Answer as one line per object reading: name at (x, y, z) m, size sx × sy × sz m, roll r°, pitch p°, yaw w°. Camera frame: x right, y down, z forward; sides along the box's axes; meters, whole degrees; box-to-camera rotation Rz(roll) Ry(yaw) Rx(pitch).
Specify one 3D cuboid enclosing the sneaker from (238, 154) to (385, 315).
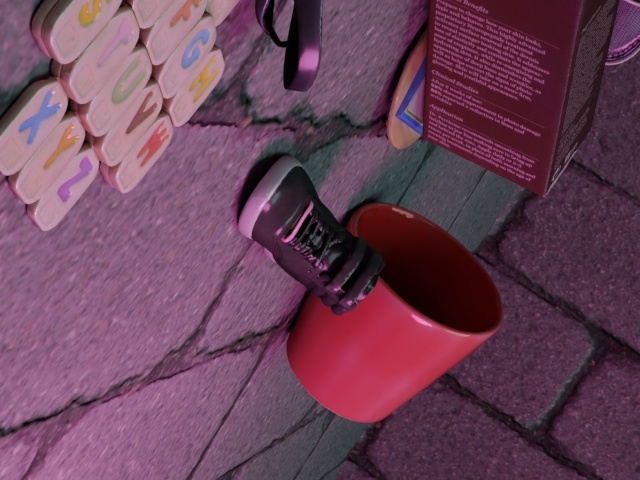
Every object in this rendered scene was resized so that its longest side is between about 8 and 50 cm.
sneaker at (0.000, 0.000, 1.500) m, size 0.104 × 0.147 × 0.296 m, roll -53°, pitch 166°, yaw -8°

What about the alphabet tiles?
alphabet tiles at (-0.129, -0.137, 0.957) m, size 0.278 × 0.021 × 0.284 m, roll -54°, pitch 167°, yaw -15°

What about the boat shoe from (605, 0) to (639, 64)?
boat shoe at (0.379, -0.319, 1.533) m, size 0.158 × 0.127 × 0.340 m, roll -83°, pitch -177°, yaw -49°

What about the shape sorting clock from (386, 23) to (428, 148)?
shape sorting clock at (0.142, -0.216, 1.737) m, size 0.206 × 0.040 × 0.206 m, roll -49°, pitch 159°, yaw -25°

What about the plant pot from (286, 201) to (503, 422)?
plant pot at (0.094, 0.121, 1.951) m, size 0.243 × 0.275 × 0.275 m, roll -53°, pitch 171°, yaw 28°

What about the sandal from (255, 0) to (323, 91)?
sandal at (-0.024, -0.227, 1.043) m, size 0.254 × 0.055 × 0.097 m, roll 92°, pitch -2°, yaw -49°

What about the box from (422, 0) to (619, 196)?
box at (0.237, -0.243, 1.583) m, size 0.143 × 0.191 × 0.381 m, roll -53°, pitch 160°, yaw -25°
